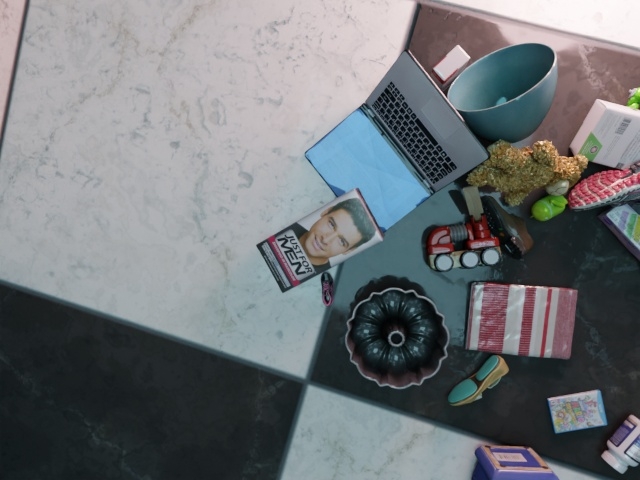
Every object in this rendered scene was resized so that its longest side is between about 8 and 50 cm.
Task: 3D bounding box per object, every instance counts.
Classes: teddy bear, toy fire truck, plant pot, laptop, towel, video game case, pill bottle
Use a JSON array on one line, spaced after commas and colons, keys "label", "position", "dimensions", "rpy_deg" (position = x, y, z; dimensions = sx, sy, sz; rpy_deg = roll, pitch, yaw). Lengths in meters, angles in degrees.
[{"label": "teddy bear", "position": [0.612, -0.197, 1.222], "dimensions": [0.337, 0.113, 0.245], "rpy_deg": [18, 133, -20]}, {"label": "toy fire truck", "position": [0.442, -0.032, 1.301], "dimensions": [0.216, 0.158, 0.247], "rpy_deg": [-8, 85, 7]}, {"label": "plant pot", "position": [0.616, 0.792, 1.307], "dimensions": [0.235, 0.236, 0.212], "rpy_deg": [-1, 88, 6]}, {"label": "laptop", "position": [0.209, -0.264, 1.264], "dimensions": [0.236, 0.408, 0.382], "rpy_deg": [-39, 90, -26]}, {"label": "plant pot", "position": [0.549, -0.402, 1.211], "dimensions": [0.290, 0.290, 0.195], "rpy_deg": [-35, 126, 8]}, {"label": "towel", "position": [0.654, 0.262, 1.353], "dimensions": [0.328, 0.037, 0.237], "rpy_deg": [4, 97, 8]}, {"label": "video game case", "position": [0.850, 0.568, 1.365], "dimensions": [0.166, 0.015, 0.119], "rpy_deg": [-13, 93, 7]}, {"label": "pill bottle", "position": [0.987, 0.655, 1.317], "dimensions": [0.094, 0.094, 0.169], "rpy_deg": [35, 98, 2]}]

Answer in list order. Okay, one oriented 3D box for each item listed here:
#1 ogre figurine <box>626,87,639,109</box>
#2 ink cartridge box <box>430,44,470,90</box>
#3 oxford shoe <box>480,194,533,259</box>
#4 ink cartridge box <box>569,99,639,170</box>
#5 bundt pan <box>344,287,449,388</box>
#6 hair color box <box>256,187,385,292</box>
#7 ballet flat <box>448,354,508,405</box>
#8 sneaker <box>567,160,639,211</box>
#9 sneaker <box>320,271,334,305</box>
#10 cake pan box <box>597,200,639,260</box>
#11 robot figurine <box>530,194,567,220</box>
[{"label": "ogre figurine", "position": [1.003, -0.412, 1.231], "dimensions": [0.196, 0.097, 0.118], "rpy_deg": [-7, 110, 34]}, {"label": "ink cartridge box", "position": [0.391, -0.520, 1.266], "dimensions": [0.099, 0.135, 0.056], "rpy_deg": [-42, 86, 7]}, {"label": "oxford shoe", "position": [0.595, -0.056, 1.321], "dimensions": [0.096, 0.083, 0.227], "rpy_deg": [-33, 88, -16]}, {"label": "ink cartridge box", "position": [0.898, -0.304, 1.221], "dimensions": [0.219, 0.093, 0.160], "rpy_deg": [17, 126, 4]}, {"label": "bundt pan", "position": [0.247, 0.306, 1.356], "dimensions": [0.330, 0.124, 0.331], "rpy_deg": [1, 94, 7]}, {"label": "hair color box", "position": [0.000, 0.000, 1.341], "dimensions": [0.374, 0.113, 0.186], "rpy_deg": [-29, 91, 15]}, {"label": "ballet flat", "position": [0.529, 0.481, 1.365], "dimensions": [0.073, 0.080, 0.232], "rpy_deg": [43, 99, -14]}, {"label": "sneaker", "position": [0.895, -0.145, 1.208], "dimensions": [0.299, 0.121, 0.112], "rpy_deg": [-20, 125, 34]}, {"label": "sneaker", "position": [0.022, 0.168, 1.403], "dimensions": [0.047, 0.057, 0.120], "rpy_deg": [-6, 93, 9]}, {"label": "cake pan box", "position": [1.042, -0.065, 1.253], "dimensions": [0.245, 0.070, 0.267], "rpy_deg": [-39, 82, 6]}, {"label": "robot figurine", "position": [0.713, -0.103, 1.289], "dimensions": [0.115, 0.101, 0.067], "rpy_deg": [-26, 74, -15]}]
